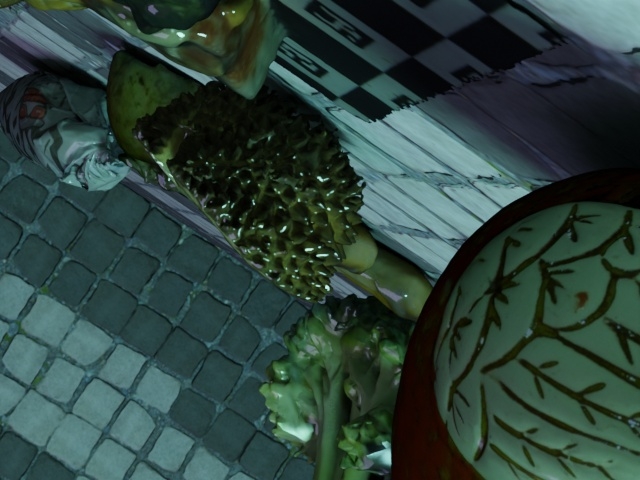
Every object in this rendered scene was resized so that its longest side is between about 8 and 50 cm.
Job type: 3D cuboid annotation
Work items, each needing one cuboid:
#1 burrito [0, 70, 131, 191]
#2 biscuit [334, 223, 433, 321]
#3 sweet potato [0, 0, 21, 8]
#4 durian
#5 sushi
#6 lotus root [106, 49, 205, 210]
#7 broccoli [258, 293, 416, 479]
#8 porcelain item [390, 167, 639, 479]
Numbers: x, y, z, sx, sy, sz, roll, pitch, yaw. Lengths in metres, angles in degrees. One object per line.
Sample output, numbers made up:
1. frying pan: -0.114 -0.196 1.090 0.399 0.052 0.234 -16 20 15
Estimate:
1. burrito: -0.264 -0.116 1.642 0.139 0.101 0.445 40 175 -16
2. biscuit: 0.000 -0.001 1.389 0.208 0.047 0.164 28 172 47
3. sweet potato: -0.238 -0.192 0.950 0.075 0.075 0.273 37 178 -40
4. durian: -0.027 -0.040 0.953 0.148 0.091 0.188 44 -177 23
5. sushi: -0.103 -0.133 0.667 0.343 0.064 0.359 34 174 -8
6. lotus root: -0.088 -0.061 1.208 0.183 0.078 0.203 31 176 35
7. broccoli: 0.075 0.207 1.551 0.347 0.281 0.293 25 174 20
8. porcelain item: 0.122 0.103 0.580 0.253 0.253 0.253 33 175 3
